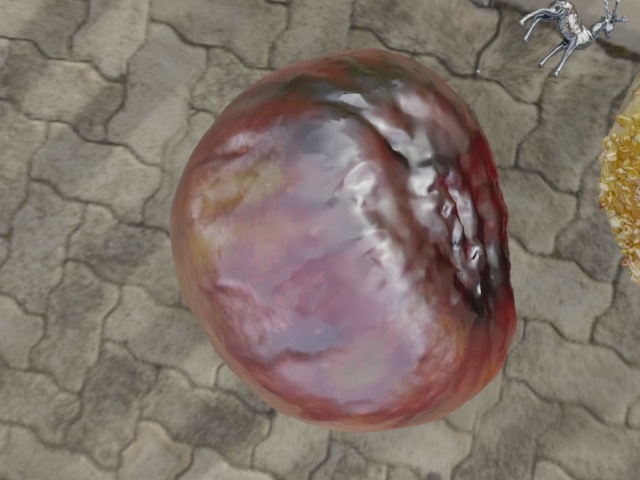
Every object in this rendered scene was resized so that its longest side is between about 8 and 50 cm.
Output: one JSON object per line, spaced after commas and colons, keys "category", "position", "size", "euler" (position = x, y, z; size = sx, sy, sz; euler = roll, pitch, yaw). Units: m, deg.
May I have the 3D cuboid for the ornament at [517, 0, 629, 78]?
{"category": "ornament", "position": [0.265, -0.228, 1.122], "size": [0.125, 0.028, 0.073], "euler": [-36, 100, -11]}

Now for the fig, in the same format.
{"category": "fig", "position": [0.011, -0.002, 0.669], "size": [0.224, 0.263, 0.224], "euler": [-3, 103, -15]}

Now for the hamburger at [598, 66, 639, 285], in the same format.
{"category": "hamburger", "position": [0.346, -0.043, 0.776], "size": [0.302, 0.302, 0.170], "euler": [13, 56, 6]}
